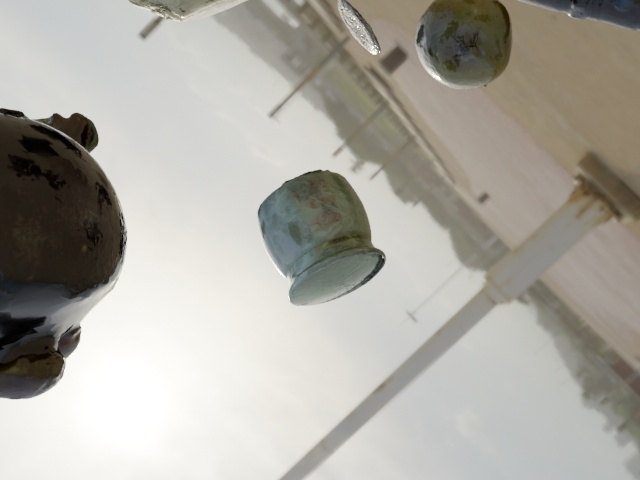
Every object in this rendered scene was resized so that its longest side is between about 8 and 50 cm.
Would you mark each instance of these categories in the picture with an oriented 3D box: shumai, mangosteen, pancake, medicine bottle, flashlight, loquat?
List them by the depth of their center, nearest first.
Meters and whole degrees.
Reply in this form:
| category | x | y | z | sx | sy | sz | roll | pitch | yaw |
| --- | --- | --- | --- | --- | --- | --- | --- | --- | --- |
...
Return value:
| category | x | y | z | sx | sy | sz | roll | pitch | yaw |
| --- | --- | --- | --- | --- | --- | --- | --- | --- | --- |
| mangosteen | -0.228 | 0.026 | 0.599 | 0.194 | 0.230 | 0.194 | 3 | 178 | 0 |
| medicine bottle | 0.000 | 0.000 | 1.204 | 0.143 | 0.147 | 0.147 | 65 | -165 | 22 |
| flashlight | 0.501 | -0.350 | 1.340 | 0.424 | 0.103 | 0.103 | 23 | -179 | 17 |
| loquat | 0.216 | -0.309 | 1.355 | 0.152 | 0.152 | 0.195 | 43 | -166 | -19 |
| pancake | 0.064 | -0.353 | 1.469 | 0.115 | 0.011 | 0.115 | 49 | 178 | 3 |
| shumai | -0.534 | -0.122 | 1.772 | 0.272 | 0.203 | 0.222 | 80 | -158 | -45 |

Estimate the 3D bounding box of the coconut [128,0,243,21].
| category | x | y | z | sx | sy | sz | roll | pitch | yaw |
| --- | --- | --- | --- | --- | --- | --- | --- | --- | --- |
| coconut | -0.144 | -0.386 | 1.058 | 0.259 | 0.259 | 0.259 | 45 | -172 | -8 |
